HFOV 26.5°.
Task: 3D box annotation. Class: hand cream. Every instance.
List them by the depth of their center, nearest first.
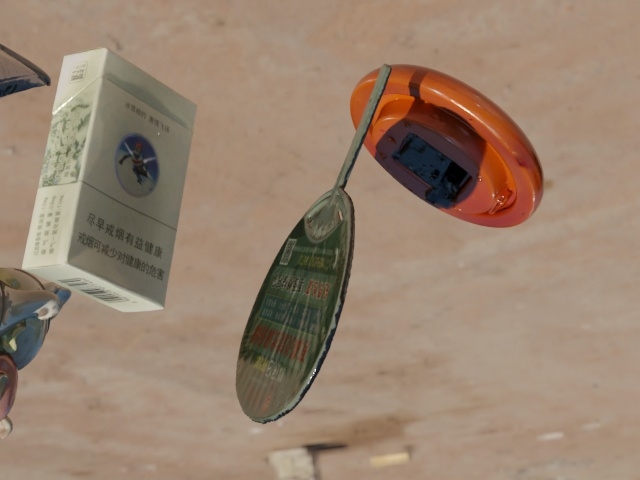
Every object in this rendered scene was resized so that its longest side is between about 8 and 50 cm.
[{"bbox_3d":[-0.305,-0.154,1.221,0.088,0.055,0.256,29,-167,-5],"label":"hand cream"}]

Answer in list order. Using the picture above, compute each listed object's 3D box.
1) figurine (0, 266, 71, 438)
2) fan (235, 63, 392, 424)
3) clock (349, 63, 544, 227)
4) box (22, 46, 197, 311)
[{"bbox_3d":[-0.189,0.053,0.727,0.081,0.098,0.146,21,172,17],"label":"figurine"},{"bbox_3d":[-0.015,0.022,1.124,0.012,0.294,0.223,22,146,-16],"label":"fan"},{"bbox_3d":[0.115,-0.084,1.271,0.205,0.051,0.205,31,157,15],"label":"clock"},{"bbox_3d":[-0.231,-0.065,1.520,0.069,0.256,0.164,-6,157,35],"label":"box"}]
